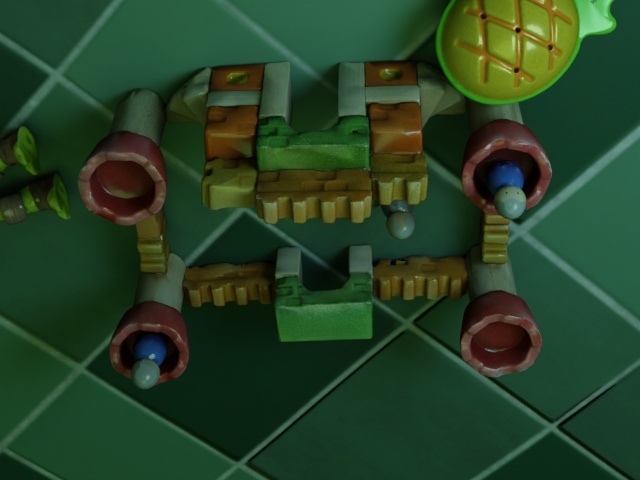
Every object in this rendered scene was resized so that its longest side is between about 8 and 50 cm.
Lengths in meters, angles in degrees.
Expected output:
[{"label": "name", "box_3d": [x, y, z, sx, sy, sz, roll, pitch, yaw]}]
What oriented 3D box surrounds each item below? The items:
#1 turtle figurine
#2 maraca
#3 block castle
[{"label": "turtle figurine", "box_3d": [-0.384, -0.024, 1.338, 0.217, 0.087, 0.270, -21, 115, 7]}, {"label": "maraca", "box_3d": [0.197, -0.209, 1.190, 0.185, 0.099, 0.127, -34, 98, 2]}, {"label": "block castle", "box_3d": [0.000, 0.000, 1.272, 0.453, 0.213, 0.303, -1, 126, 2]}]
